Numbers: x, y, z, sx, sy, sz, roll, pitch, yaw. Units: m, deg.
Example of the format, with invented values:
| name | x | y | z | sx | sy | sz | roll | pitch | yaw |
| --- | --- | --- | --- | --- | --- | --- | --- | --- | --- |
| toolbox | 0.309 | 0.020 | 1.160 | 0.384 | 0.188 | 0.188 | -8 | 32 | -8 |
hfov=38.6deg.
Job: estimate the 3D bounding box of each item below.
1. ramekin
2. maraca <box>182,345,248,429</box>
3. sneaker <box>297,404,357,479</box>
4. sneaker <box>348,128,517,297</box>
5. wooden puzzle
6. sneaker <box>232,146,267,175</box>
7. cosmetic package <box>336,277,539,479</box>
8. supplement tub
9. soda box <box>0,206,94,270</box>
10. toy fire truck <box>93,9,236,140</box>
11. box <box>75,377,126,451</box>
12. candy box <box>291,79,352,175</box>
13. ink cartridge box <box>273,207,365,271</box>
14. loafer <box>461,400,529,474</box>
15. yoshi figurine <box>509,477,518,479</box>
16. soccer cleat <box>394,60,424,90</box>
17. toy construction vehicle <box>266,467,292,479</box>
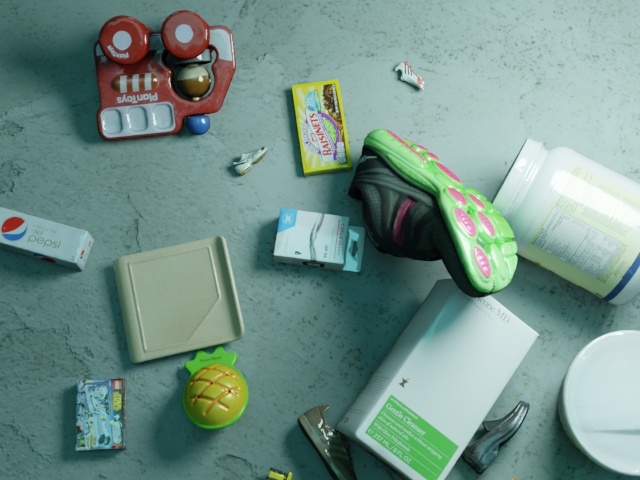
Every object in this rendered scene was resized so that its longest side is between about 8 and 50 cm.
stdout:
| name | x | y | z | sx | sy | sz | roll | pitch | yaw |
| --- | --- | --- | --- | --- | --- | --- | --- | --- | --- |
| ramekin | 0.584 | 0.317 | 1.762 | 0.273 | 0.127 | 0.272 | 0 | 74 | -1 |
| maraca | -0.206 | 0.285 | 1.777 | 0.127 | 0.099 | 0.185 | -9 | 49 | -6 |
| sneaker | 0.033 | 0.403 | 1.760 | 0.071 | 0.066 | 0.188 | -32 | 78 | -15 |
| sneaker | 0.205 | -0.030 | 1.759 | 0.202 | 0.185 | 0.482 | -60 | 37 | 20 |
| wooden puzzle | -0.286 | 0.119 | 1.851 | 0.239 | 0.044 | 0.220 | -13 | 75 | 0 |
| sneaker | -0.150 | -0.176 | 1.938 | 0.083 | 0.032 | 0.037 | -41 | 79 | -12 |
| cosmetic package | 0.220 | 0.268 | 1.739 | 0.197 | 0.155 | 0.365 | 37 | 78 | -7 |
| supplement tub | 0.506 | -0.042 | 1.805 | 0.325 | 0.235 | 0.235 | 29 | 76 | 7 |
| soda box | -0.580 | -0.006 | 1.864 | 0.216 | 0.069 | 0.073 | 15 | 74 | 3 |
| toy fire truck | -0.328 | -0.345 | 1.933 | 0.302 | 0.169 | 0.253 | -5 | 98 | -2 |
| box | -0.428 | 0.341 | 1.789 | 0.094 | 0.027 | 0.136 | -3 | 74 | 0 |
| candy box | 0.002 | -0.242 | 1.962 | 0.105 | 0.027 | 0.205 | -9 | 74 | 0 |
| ink cartridge box | 0.000 | 0.000 | 1.876 | 0.180 | 0.060 | 0.104 | 7 | 74 | 1 |
| loafer | 0.340 | 0.371 | 1.778 | 0.061 | 0.062 | 0.170 | 40 | 76 | 14 |
| yoshi figurine | 0.265 | 0.557 | 1.639 | 0.362 | 0.203 | 0.203 | -5 | 52 | -25 |
| soccer cleat | 0.196 | -0.355 | 1.998 | 0.036 | 0.029 | 0.083 | -35 | 74 | -1 |
| toy construction vehicle | -0.062 | 0.491 | 1.754 | 0.098 | 0.035 | 0.085 | 16 | 64 | 1 |
